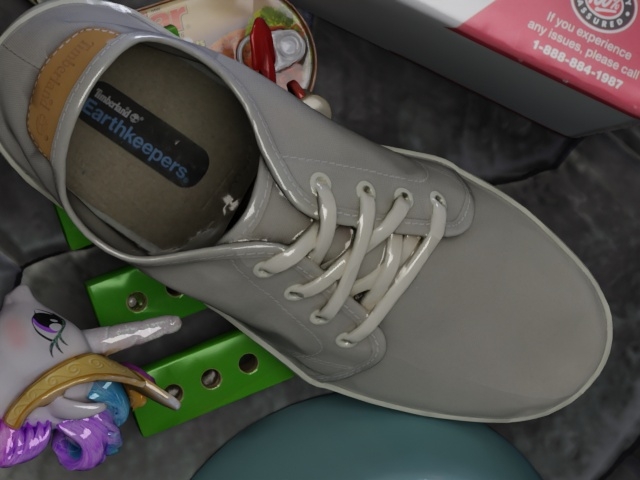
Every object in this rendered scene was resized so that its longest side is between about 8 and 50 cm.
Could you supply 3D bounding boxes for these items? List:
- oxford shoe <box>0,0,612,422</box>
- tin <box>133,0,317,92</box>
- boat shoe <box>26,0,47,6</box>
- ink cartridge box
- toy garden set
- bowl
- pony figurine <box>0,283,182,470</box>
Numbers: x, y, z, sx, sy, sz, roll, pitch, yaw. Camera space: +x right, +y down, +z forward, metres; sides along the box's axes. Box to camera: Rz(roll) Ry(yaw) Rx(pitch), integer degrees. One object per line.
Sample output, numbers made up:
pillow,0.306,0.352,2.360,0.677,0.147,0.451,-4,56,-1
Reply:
oxford shoe,0.000,0.000,1.176,0.449,0.130,0.169,29,91,-23
tin,-0.096,-0.104,1.271,0.189,0.040,0.106,-18,96,-12
boat shoe,-0.120,-0.224,1.242,0.068,0.072,0.190,31,87,-39
ink cartridge box,0.147,-0.299,1.263,0.279,0.160,0.385,25,84,-9
toy garden set,-0.065,-0.024,1.244,0.203,0.049,0.244,-22,109,-12
bowl,0.047,0.256,1.227,0.311,0.163,0.312,0,89,-12
pony figurine,-0.306,0.065,1.122,0.363,0.303,0.351,43,69,9
